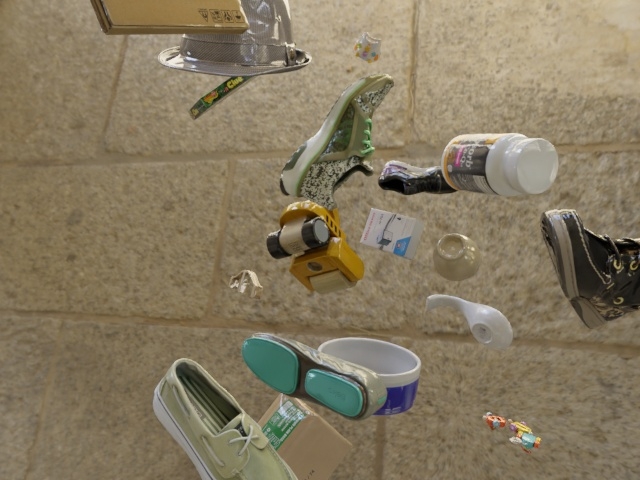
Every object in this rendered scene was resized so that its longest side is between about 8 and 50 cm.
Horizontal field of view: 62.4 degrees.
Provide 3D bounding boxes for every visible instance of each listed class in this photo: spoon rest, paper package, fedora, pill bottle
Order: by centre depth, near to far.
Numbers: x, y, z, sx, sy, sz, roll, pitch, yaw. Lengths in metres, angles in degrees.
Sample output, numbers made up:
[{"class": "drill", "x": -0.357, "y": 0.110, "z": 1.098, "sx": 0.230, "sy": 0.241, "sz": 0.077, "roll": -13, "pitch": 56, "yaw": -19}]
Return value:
[{"class": "fedora", "x": -0.138, "y": -0.361, "z": 0.896, "sx": 0.244, "sy": 0.275, "sz": 0.124, "roll": 18, "pitch": 117, "yaw": 25}, {"class": "pill bottle", "x": 0.453, "y": -0.195, "z": 1.359, "sx": 0.162, "sy": 0.162, "sz": 0.278, "roll": -55, "pitch": 25, "yaw": -6}, {"class": "spoon rest", "x": 0.457, "y": 0.235, "z": 1.608, "sx": 0.277, "sy": 0.137, "sz": 0.084, "roll": 27, "pitch": 40, "yaw": 37}, {"class": "paper package", "x": -0.100, "y": 0.685, "z": 1.658, "sx": 0.168, "sy": 0.309, "sz": 0.324, "roll": 27, "pitch": 70, "yaw": 41}]

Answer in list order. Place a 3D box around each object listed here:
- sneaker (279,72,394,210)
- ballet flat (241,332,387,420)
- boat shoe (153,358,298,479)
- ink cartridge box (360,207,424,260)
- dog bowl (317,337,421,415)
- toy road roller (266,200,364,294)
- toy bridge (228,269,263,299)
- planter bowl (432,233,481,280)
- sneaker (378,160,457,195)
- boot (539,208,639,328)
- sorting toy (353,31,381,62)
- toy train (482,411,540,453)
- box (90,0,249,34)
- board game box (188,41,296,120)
[{"class": "sneaker", "x": 0.083, "y": -0.241, "z": 1.364, "sx": 0.182, "sy": 0.158, "sz": 0.410, "roll": 37, "pitch": 86, "yaw": 13}, {"class": "ballet flat", "x": -0.010, "y": 0.174, "z": 0.693, "sx": 0.213, "sy": 0.068, "sz": 0.072, "roll": 16, "pitch": 99, "yaw": 35}, {"class": "boat shoe", "x": -0.140, "y": 0.303, "z": 0.791, "sx": 0.302, "sy": 0.109, "sz": 0.094, "roll": 38, "pitch": 129, "yaw": 16}, {"class": "ink cartridge box", "x": 0.254, "y": -0.024, "z": 1.882, "sx": 0.191, "sy": 0.082, "sz": 0.139, "roll": 17, "pitch": 88, "yaw": 37}, {"class": "dog bowl", "x": 0.119, "y": 0.341, "z": 1.356, "sx": 0.265, "sy": 0.265, "sz": 0.104, "roll": 8, "pitch": 99, "yaw": 17}, {"class": "toy road roller", "x": 0.000, "y": 0.000, "z": 1.769, "sx": 0.203, "sy": 0.329, "sz": 0.240, "roll": -17, "pitch": 38, "yaw": 34}, {"class": "toy bridge", "x": -0.204, "y": 0.113, "z": 1.445, "sx": 0.188, "sy": 0.026, "sz": 0.063, "roll": 10, "pitch": 84, "yaw": 60}, {"class": "planter bowl", "x": 0.451, "y": 0.043, "z": 1.779, "sx": 0.162, "sy": 0.109, "sz": 0.161, "roll": -11, "pitch": 60, "yaw": 20}, {"class": "sneaker", "x": 0.339, "y": -0.189, "z": 1.828, "sx": 0.284, "sy": 0.107, "sz": 0.124, "roll": 10, "pitch": 40, "yaw": 20}, {"class": "boot", "x": 0.550, "y": 0.023, "z": 0.890, "sx": 0.285, "sy": 0.377, "sz": 0.138, "roll": -21, "pitch": 49, "yaw": 26}, {"class": "sorting toy", "x": 0.142, "y": -0.571, "z": 1.554, "sx": 0.083, "sy": 0.075, "sz": 0.044, "roll": 27, "pitch": 53, "yaw": -1}, {"class": "toy train", "x": 0.527, "y": 0.536, "z": 1.460, "sx": 0.125, "sy": 0.166, "sz": 0.046, "roll": 9, "pitch": 97, "yaw": -11}, {"class": "box", "x": -0.183, "y": -0.315, "z": 0.597, "sx": 0.021, "sy": 0.201, "sz": 0.164, "roll": -17, "pitch": 96, "yaw": 41}, {"class": "board game box", "x": -0.179, "y": -0.365, "z": 1.196, "sx": 0.260, "sy": 0.136, "sz": 0.030, "roll": -42, "pitch": 104, "yaw": -20}]
